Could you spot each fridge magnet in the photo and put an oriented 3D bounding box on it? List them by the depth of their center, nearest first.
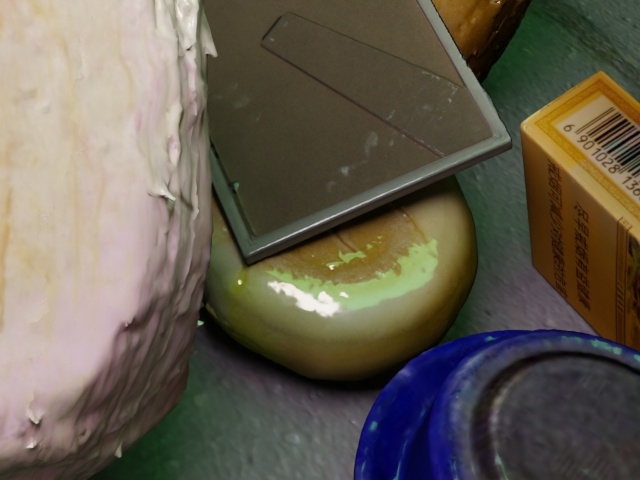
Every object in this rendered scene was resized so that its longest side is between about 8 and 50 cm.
[{"bbox_3d":[0.149,0.155,0.816,0.265,0.112,0.265,9,46,-9],"label":"fridge magnet"}]

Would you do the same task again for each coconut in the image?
[{"bbox_3d":[-0.240,-0.005,0.686,0.405,0.404,0.404,10,42,-9],"label":"coconut"}]

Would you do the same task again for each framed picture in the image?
[{"bbox_3d":[-0.010,-0.122,0.912,0.184,0.016,0.250,-24,63,-4],"label":"framed picture"}]

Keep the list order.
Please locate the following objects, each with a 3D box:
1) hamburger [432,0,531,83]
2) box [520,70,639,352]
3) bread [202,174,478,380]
[{"bbox_3d":[0.059,-0.212,1.072,0.211,0.260,0.245,25,35,2],"label":"hamburger"},{"bbox_3d":[0.245,0.038,0.918,0.076,0.174,0.274,-34,56,-10],"label":"box"},{"bbox_3d":[0.000,0.000,0.931,0.213,0.104,0.213,0,56,0],"label":"bread"}]
